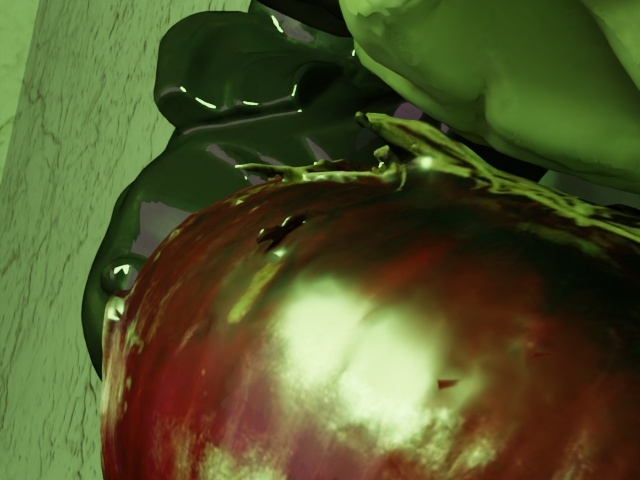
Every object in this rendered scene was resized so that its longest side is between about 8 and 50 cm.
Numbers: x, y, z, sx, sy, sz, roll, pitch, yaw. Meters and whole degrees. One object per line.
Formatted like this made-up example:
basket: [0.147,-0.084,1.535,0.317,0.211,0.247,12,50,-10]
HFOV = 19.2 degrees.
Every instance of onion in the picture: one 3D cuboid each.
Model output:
onion: [0.068,0.101,0.618,0.232,0.314,0.314,-67,20,3]

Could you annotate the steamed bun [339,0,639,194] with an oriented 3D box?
steamed bun: [0.165,-0.151,0.593,0.219,0.309,0.324,44,126,29]

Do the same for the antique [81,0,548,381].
antique: [0.000,0.000,0.978,0.322,0.185,0.255,-53,35,1]

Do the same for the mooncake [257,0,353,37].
mooncake: [0.056,-0.256,0.768,0.212,0.381,0.351,29,121,32]
